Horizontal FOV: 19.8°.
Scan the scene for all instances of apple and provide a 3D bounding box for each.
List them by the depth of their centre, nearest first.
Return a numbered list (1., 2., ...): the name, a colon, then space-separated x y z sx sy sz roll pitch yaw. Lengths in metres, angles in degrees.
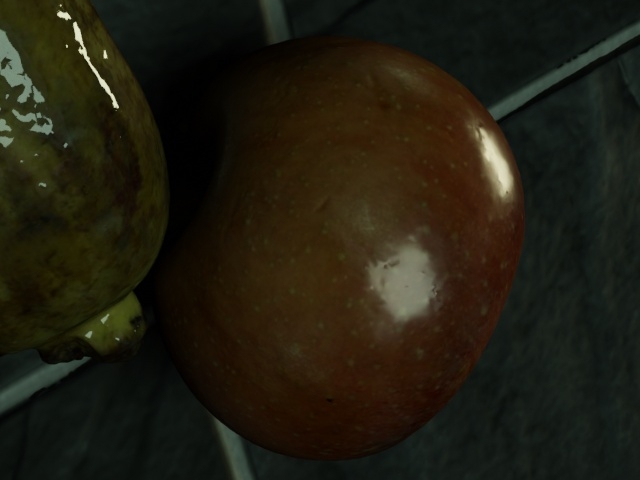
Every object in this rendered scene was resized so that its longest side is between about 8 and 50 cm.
1. apple: 0.000 0.000 0.875 0.162 0.201 0.201 29 87 -16

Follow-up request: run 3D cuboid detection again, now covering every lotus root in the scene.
1. lotus root: -0.142 -0.036 0.778 0.145 0.128 0.260 -21 129 8
